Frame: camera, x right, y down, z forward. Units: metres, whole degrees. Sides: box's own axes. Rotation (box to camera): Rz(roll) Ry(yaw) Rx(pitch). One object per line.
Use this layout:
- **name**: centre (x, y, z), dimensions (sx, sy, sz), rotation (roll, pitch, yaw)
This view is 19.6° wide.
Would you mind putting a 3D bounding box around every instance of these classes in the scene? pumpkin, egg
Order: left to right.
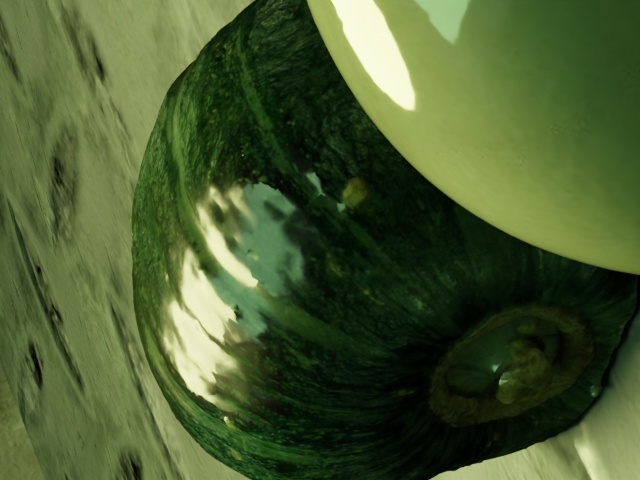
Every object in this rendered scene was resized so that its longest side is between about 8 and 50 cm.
- **pumpkin**: centre (0.000, 0.000, 0.950), dimensions (0.293, 0.197, 0.263), rotation (105, 145, -51)
- **egg**: centre (0.089, -0.102, 0.644), dimensions (0.253, 0.186, 0.186), rotation (62, 160, -6)
